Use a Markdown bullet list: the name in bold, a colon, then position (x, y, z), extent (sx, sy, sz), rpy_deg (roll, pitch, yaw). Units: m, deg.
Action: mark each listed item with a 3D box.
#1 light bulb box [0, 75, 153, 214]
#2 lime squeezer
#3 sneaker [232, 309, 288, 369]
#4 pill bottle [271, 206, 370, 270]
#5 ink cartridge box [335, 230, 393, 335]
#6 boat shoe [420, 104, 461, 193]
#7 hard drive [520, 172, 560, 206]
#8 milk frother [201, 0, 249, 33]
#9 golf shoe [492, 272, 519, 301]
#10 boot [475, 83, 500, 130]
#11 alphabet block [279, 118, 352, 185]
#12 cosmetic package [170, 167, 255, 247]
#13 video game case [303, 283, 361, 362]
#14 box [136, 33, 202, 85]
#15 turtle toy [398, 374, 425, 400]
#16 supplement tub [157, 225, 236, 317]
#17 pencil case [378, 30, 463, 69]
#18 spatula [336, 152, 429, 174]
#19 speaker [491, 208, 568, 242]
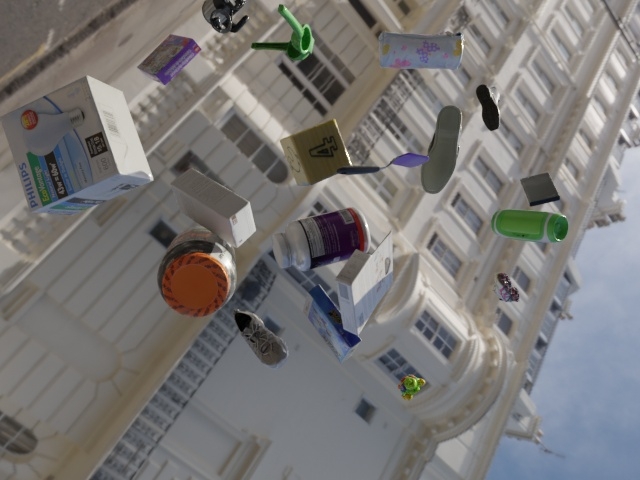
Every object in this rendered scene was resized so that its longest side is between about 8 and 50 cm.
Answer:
- **light bulb box**: position (-0.838, -0.313, 1.784), extent (0.361, 0.358, 0.225), rpy_deg (-21, 176, 11)
- **lime squeezer**: position (-0.061, -0.416, 1.046), extent (0.059, 0.110, 0.310), rpy_deg (-60, -162, 0)
- **sneaker**: position (-0.217, 0.334, 1.745), extent (0.105, 0.115, 0.281), rpy_deg (-53, -133, -4)
- **pill bottle**: position (0.000, 0.000, 1.805), extent (0.323, 0.181, 0.181), rpy_deg (-14, -167, -16)
- **ink cartridge box**: position (0.155, 0.137, 1.740), extent (0.066, 0.296, 0.261), rpy_deg (22, -125, 26)
- **boat shoe**: position (0.420, -0.300, 1.752), extent (0.091, 0.114, 0.302), rpy_deg (8, 101, -72)
- **hard drive**: position (0.727, -0.169, 1.708), extent (0.094, 0.022, 0.135), rpy_deg (-13, -141, 16)
- **milk frother**: position (-0.300, -0.668, 1.519), extent (0.143, 0.129, 0.134), rpy_deg (-36, -163, -30)
- **golf shoe**: position (0.701, 0.189, 1.988), extent (0.086, 0.186, 0.067), rpy_deg (-12, -132, 34)
- **boot**: position (0.744, -0.571, 2.199), extent (0.077, 0.198, 0.137), rpy_deg (-11, -175, 43)
- **alphabet block**: position (-0.019, -0.336, 1.983), extent (0.193, 0.197, 0.192), rpy_deg (-26, -167, -15)
- **cosmetic package**: position (-0.286, -0.089, 1.374), extent (0.231, 0.117, 0.085), rpy_deg (30, -122, 25)
- **video game case**: position (0.037, 0.331, 2.014), extent (0.061, 0.269, 0.244), rpy_deg (-32, 162, -19)
- **box**: position (-0.602, -0.718, 2.033), extent (0.201, 0.057, 0.293), rpy_deg (-47, -141, -5)
- **turtle toy**: position (0.322, 0.520, 1.849), extent (0.095, 0.066, 0.130), rpy_deg (-44, 173, -13)
- **supplement tub**: position (-0.338, 0.084, 1.436), extent (0.207, 0.207, 0.338), rpy_deg (-45, -165, 0)
- **pencil case**: position (0.323, -0.616, 1.666), extent (0.124, 0.273, 0.113), rpy_deg (71, 23, -73)
- **spatula**: position (0.160, -0.192, 1.312), extent (0.296, 0.030, 0.084), rpy_deg (-15, 176, -36)
- **speaker**: position (0.869, -0.063, 2.155), extent (0.131, 0.131, 0.296), rpy_deg (-51, -150, -17)
